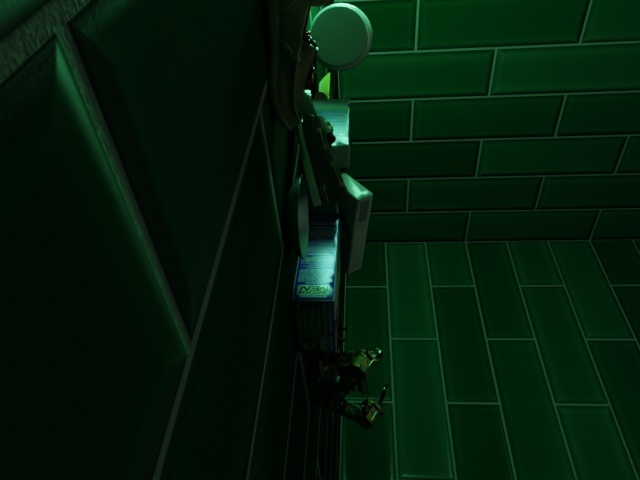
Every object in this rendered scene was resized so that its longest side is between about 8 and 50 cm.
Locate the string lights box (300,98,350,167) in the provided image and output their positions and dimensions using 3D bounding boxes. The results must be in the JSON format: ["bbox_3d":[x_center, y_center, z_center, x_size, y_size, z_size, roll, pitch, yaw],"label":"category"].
[{"bbox_3d":[0.020,-0.314,1.528,0.259,0.134,0.076,-85,173,-47],"label":"string lights box"}]

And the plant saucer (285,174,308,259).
[{"bbox_3d":[-0.055,-0.051,1.197,0.195,0.038,0.194,-2,90,-85],"label":"plant saucer"}]

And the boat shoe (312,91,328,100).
[{"bbox_3d":[0.000,-0.406,1.724,0.059,0.063,0.169,128,-37,-89],"label":"boat shoe"}]

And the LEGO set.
[{"bbox_3d":[0.099,0.388,1.618,0.192,0.255,0.331,-47,131,-42],"label":"LEGO set"}]

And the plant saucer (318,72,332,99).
[{"bbox_3d":[0.019,-0.520,2.064,0.188,0.045,0.188,81,9,-55],"label":"plant saucer"}]

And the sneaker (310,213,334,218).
[{"bbox_3d":[0.000,0.000,1.656,0.095,0.090,0.235,-135,-143,-66],"label":"sneaker"}]

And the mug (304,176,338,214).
[{"bbox_3d":[0.001,-0.141,1.495,0.157,0.098,0.129,-78,166,-71],"label":"mug"}]

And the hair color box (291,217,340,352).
[{"bbox_3d":[-0.002,0.108,1.389,0.338,0.110,0.185,-81,171,-52],"label":"hair color box"}]

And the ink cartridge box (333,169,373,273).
[{"bbox_3d":[0.046,-0.082,1.673,0.261,0.066,0.296,44,-37,37],"label":"ink cartridge box"}]

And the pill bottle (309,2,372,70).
[{"bbox_3d":[0.069,-0.666,1.744,0.361,0.204,0.204,-75,163,-71],"label":"pill bottle"}]

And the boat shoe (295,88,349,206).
[{"bbox_3d":[-0.005,-0.230,1.265,0.109,0.091,0.304,76,2,-74],"label":"boat shoe"}]

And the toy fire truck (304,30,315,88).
[{"bbox_3d":[-0.045,-0.444,1.309,0.192,0.047,0.135,84,7,-51],"label":"toy fire truck"}]

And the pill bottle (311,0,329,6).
[{"bbox_3d":[-0.009,-0.688,1.294,0.130,0.131,0.245,80,11,-61],"label":"pill bottle"}]

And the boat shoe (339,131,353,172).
[{"bbox_3d":[0.062,-0.332,2.042,0.355,0.133,0.130,63,26,-76],"label":"boat shoe"}]

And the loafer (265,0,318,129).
[{"bbox_3d":[-0.049,-0.340,0.988,0.102,0.092,0.268,-80,169,-64],"label":"loafer"}]
